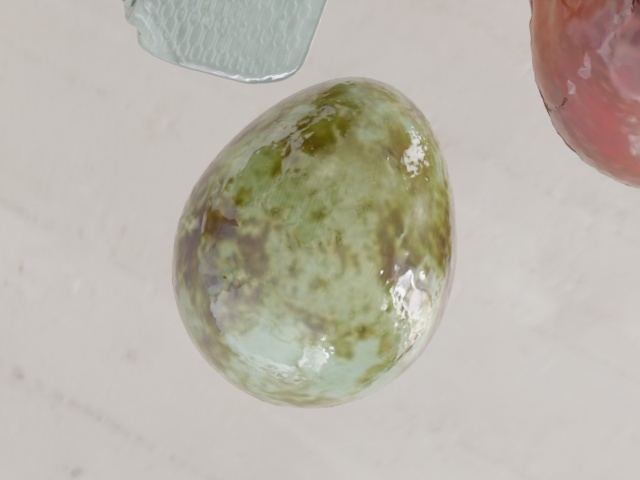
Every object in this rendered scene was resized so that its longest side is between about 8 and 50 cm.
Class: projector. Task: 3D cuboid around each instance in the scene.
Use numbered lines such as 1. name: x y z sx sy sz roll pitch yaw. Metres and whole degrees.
1. projector: -0.035 -0.242 1.030 0.108 0.198 0.250 13 119 -16

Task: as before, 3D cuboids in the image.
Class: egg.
1. egg: 0.000 0.000 1.582 0.238 0.238 0.289 21 77 -6

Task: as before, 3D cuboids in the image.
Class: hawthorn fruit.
1. hawthorn fruit: 0.090 -0.049 0.392 0.093 0.093 0.093 2 78 -11
